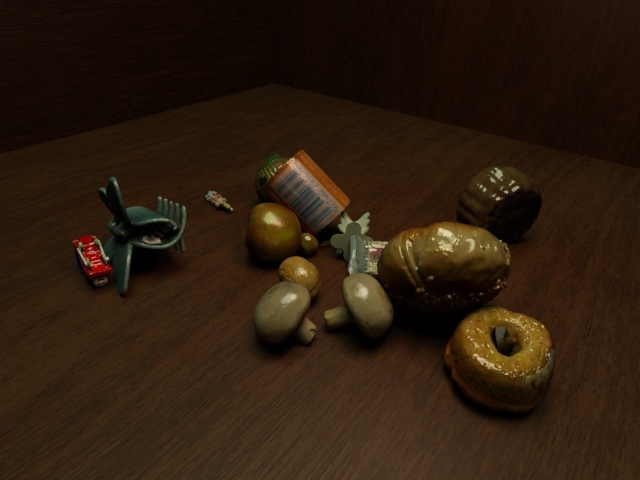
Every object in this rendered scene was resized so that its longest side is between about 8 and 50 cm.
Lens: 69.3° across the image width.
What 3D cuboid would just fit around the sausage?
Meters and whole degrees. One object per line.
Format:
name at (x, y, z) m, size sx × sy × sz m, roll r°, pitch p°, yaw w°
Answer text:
sausage at (-0.057, -0.182, 1.841) m, size 0.287 × 0.233 × 0.233 m, roll 45°, pitch 37°, yaw -6°

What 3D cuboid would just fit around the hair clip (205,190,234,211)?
hair clip at (-0.470, -0.183, 2.109) m, size 0.213 × 0.056 × 0.062 m, roll 32°, pitch 75°, yaw 37°

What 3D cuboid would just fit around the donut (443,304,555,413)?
donut at (0.500, 0.318, 1.284) m, size 0.298 × 0.150 × 0.317 m, roll 2°, pitch 32°, yaw -6°

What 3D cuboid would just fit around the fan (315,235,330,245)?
fan at (-0.002, 0.005, 1.885) m, size 0.080 × 0.003 × 0.060 m, roll 18°, pitch 34°, yaw 23°

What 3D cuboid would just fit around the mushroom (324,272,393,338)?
mushroom at (0.109, 0.211, 1.415) m, size 0.215 × 0.207 × 0.207 m, roll -26°, pitch 29°, yaw 13°

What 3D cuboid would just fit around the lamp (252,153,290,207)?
lamp at (-0.194, -0.239, 2.064) m, size 0.284 × 0.250 × 0.250 m, roll -35°, pitch 36°, yaw 5°

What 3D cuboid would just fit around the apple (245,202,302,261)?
apple at (-0.173, -0.027, 1.737) m, size 0.207 × 0.237 × 0.237 m, roll 10°, pitch 31°, yaw -12°

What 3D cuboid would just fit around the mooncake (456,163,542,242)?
mooncake at (0.724, -0.137, 1.869) m, size 0.323 × 0.324 × 0.187 m, roll -10°, pitch 39°, yaw -19°

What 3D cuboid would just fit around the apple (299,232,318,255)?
apple at (-0.052, 0.013, 1.787) m, size 0.089 × 0.090 × 0.074 m, roll 24°, pitch 51°, yaw 31°

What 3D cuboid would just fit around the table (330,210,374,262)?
table at (0.128, -0.031, 1.821) m, size 0.166 × 0.167 × 0.198 m, roll 5°, pitch 24°, yaw 4°

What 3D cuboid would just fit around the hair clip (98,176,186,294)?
hair clip at (-0.645, -0.045, 1.666) m, size 0.238 × 0.393 × 0.318 m, roll -9°, pitch 16°, yaw -36°

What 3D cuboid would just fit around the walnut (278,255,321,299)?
walnut at (-0.072, 0.126, 1.558) m, size 0.144 × 0.144 × 0.180 m, roll -8°, pitch 24°, yaw -16°

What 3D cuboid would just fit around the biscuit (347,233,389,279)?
biscuit at (0.254, 0.079, 1.671) m, size 0.308 × 0.079 × 0.186 m, roll 5°, pitch 73°, yaw 0°

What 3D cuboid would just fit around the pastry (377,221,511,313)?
pastry at (0.375, 0.098, 1.424) m, size 0.408 × 0.409 × 0.245 m, roll 1°, pitch 74°, yaw -3°

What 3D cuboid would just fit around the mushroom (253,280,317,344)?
mushroom at (-0.094, 0.228, 1.384) m, size 0.204 × 0.204 × 0.204 m, roll 2°, pitch 32°, yaw -1°

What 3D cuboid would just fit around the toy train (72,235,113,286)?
toy train at (-0.794, 0.074, 1.619) m, size 0.082 × 0.131 × 0.204 m, roll -15°, pitch 47°, yaw -35°
